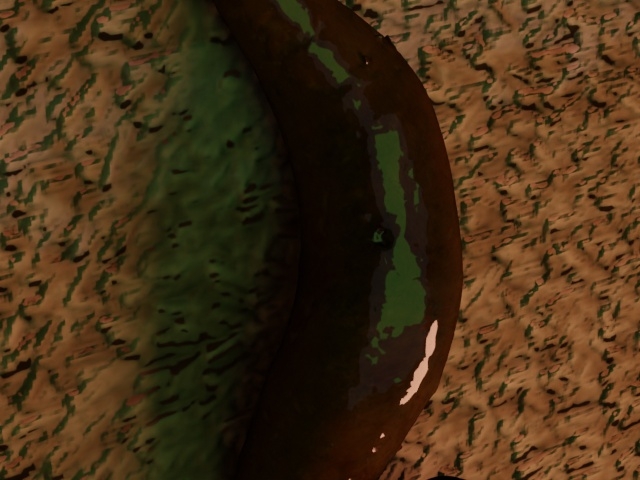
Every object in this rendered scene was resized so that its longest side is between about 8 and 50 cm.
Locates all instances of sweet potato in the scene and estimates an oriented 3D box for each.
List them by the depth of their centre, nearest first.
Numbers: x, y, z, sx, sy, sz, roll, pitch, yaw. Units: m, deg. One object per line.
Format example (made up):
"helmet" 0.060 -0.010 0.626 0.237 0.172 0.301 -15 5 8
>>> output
"sweet potato" 0.006 -0.004 0.773 0.108 0.079 0.346 -9 104 -19

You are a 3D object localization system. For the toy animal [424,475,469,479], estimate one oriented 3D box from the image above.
"toy animal" 0.073 0.212 0.839 0.146 0.114 0.245 -36 136 -18
